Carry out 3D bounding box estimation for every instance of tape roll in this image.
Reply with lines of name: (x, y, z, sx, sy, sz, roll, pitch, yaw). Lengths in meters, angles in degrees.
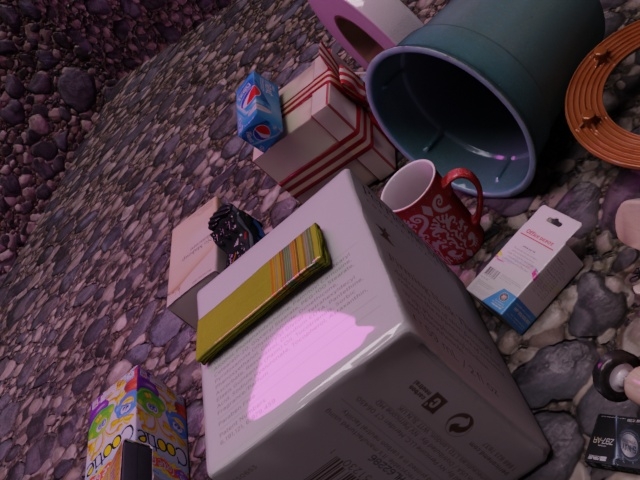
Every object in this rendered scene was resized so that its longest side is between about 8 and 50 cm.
tape roll: (0.128, -0.422, 1.795, 0.072, 0.392, 0.392, -48, 29, 0)

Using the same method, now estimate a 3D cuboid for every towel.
towel: (-0.083, 0.073, 1.183, 0.237, 0.021, 0.102, -40, 25, 16)

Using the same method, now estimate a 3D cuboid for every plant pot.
plant pot: (0.312, -0.309, 1.517, 0.334, 0.341, 0.341, -50, 28, -22)

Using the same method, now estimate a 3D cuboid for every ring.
ring: (0.541, -0.245, 1.307, 0.336, 0.032, 0.337, -16, 48, 19)

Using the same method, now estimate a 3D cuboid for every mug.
mug: (0.209, -0.043, 1.455, 0.150, 0.169, 0.113, -3, 51, 50)

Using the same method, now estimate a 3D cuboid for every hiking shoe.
hiking shoe: (-0.142, 0.052, 1.858, 0.113, 0.132, 0.304, -38, 53, 31)

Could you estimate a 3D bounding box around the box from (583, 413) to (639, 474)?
box: (0.371, 0.248, 1.046, 0.083, 0.018, 0.067, -4, 50, 50)

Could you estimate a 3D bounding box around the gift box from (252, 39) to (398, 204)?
gift box: (0.016, -0.258, 1.882, 0.258, 0.255, 0.277, -32, 39, 29)

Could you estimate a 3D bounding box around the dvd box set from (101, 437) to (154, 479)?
dvd box set: (-0.382, 0.586, 1.423, 0.421, 0.062, 0.308, -61, 23, 23)

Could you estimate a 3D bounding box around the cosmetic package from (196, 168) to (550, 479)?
cosmetic package: (0.051, 0.180, 1.229, 0.327, 0.329, 0.394, -40, 31, 15)

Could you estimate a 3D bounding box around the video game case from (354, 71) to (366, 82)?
video game case: (0.048, -0.336, 2.164, 0.227, 0.026, 0.206, -53, 30, -13)

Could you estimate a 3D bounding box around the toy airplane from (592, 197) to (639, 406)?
toy airplane: (0.479, 0.029, 0.919, 0.384, 0.272, 0.386, 118, 155, -50)

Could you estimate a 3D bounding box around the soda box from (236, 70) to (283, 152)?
soda box: (-0.130, -0.275, 1.809, 0.067, 0.071, 0.210, -47, 27, 23)

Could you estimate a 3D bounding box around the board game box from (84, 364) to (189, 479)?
board game box: (-0.359, 0.406, 1.680, 0.144, 0.142, 0.275, -40, 30, 13)

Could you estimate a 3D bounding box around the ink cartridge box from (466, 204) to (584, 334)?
ink cartridge box: (0.324, 0.042, 1.311, 0.181, 0.061, 0.104, -48, 30, 0)

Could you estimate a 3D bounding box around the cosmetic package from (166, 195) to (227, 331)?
cosmetic package: (-0.264, 0.051, 2.018, 0.160, 0.113, 0.309, -37, 30, 17)
